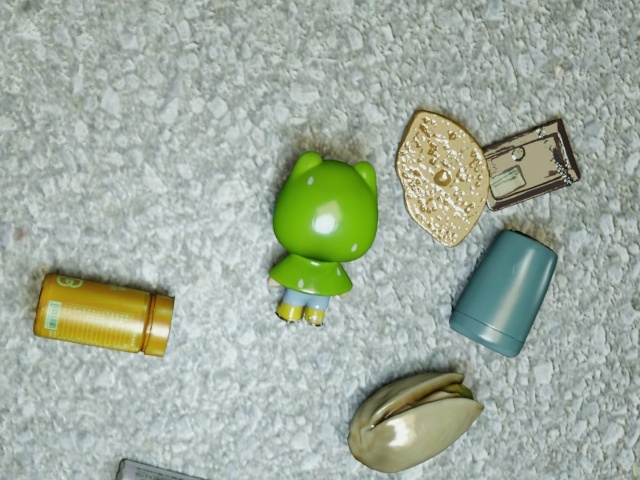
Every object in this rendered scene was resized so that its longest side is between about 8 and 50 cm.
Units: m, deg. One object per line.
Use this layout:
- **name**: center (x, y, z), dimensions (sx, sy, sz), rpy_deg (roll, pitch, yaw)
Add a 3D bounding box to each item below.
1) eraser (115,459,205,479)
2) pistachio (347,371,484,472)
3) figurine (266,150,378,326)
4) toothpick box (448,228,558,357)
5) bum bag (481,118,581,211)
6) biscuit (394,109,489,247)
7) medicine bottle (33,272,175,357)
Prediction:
- **eraser**: center (-0.188, 0.441, 1.611), dimensions (0.287, 0.086, 0.130), rpy_deg (19, 96, -12)
- **pistachio**: center (0.143, 0.280, 1.624), dimensions (0.215, 0.144, 0.144), rpy_deg (-20, 101, -12)
- **figurine**: center (0.000, 0.000, 1.560), dimensions (0.162, 0.143, 0.263), rpy_deg (12, 107, -5)
- **toothpick box**: center (0.289, 0.079, 1.623), dimensions (0.120, 0.120, 0.184), rpy_deg (27, 90, -12)
- **bum bag**: center (0.323, -0.117, 1.651), dimensions (0.159, 0.026, 0.109), rpy_deg (-20, 101, -1)
- **biscuit**: center (0.191, -0.098, 1.622), dimensions (0.142, 0.029, 0.220), rpy_deg (-18, 100, 1)
- **medicine bottle**: center (-0.316, 0.110, 1.537), dimensions (0.192, 0.096, 0.096), rpy_deg (11, 96, -10)
